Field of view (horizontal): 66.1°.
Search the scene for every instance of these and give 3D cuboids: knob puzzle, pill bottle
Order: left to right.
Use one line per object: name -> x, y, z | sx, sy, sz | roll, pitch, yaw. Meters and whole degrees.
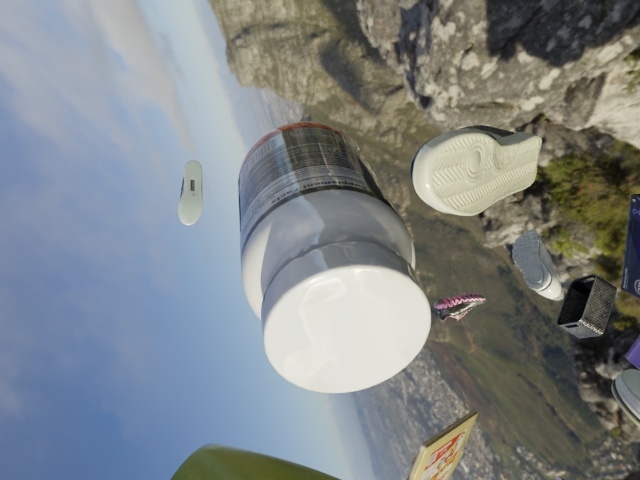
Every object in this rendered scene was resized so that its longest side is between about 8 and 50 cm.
pill bottle -> 0.000, 0.000, 0.638 | 0.363, 0.210, 0.210 | -106, 0, -56
knob puzzle -> 0.174, 0.375, 0.799 | 0.030, 0.213, 0.213 | 29, 147, 37

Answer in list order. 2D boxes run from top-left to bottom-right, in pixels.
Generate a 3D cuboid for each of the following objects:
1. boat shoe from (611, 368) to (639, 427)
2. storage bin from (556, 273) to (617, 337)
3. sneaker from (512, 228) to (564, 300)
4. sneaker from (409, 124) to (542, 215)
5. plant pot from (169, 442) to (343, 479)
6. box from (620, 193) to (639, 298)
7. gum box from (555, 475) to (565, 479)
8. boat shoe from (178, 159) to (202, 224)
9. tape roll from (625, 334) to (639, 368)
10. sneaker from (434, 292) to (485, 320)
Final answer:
boat shoe -> 0.691, 0.340, 0.927 | 0.302, 0.113, 0.103 | -124, 19, -57
storage bin -> 0.851, 0.211, 1.574 | 0.084, 0.180, 0.122 | 32, 160, -1
sneaker -> 0.609, 0.067, 1.375 | 0.090, 0.094, 0.235 | -45, 25, 38
sneaker -> 0.224, -0.124, 0.806 | 0.148, 0.350, 0.131 | 20, 111, 41
plant pot -> -0.080, 0.427, 0.695 | 0.293, 0.275, 0.275 | 23, 151, 23
box -> 0.844, 0.028, 1.186 | 0.184, 0.103, 0.261 | -114, 17, -71
gum box -> 0.659, 0.704, 1.236 | 0.188, 0.107, 0.062 | 35, -179, 7
boat shoe -> -0.362, -0.128, 1.391 | 0.083, 0.065, 0.183 | 146, 129, -74
tape roll -> 0.898, 0.320, 1.259 | 0.080, 0.189, 0.189 | -64, 19, 14
sneaker -> 0.333, 0.160, 1.169 | 0.047, 0.119, 0.057 | -43, -61, -76
